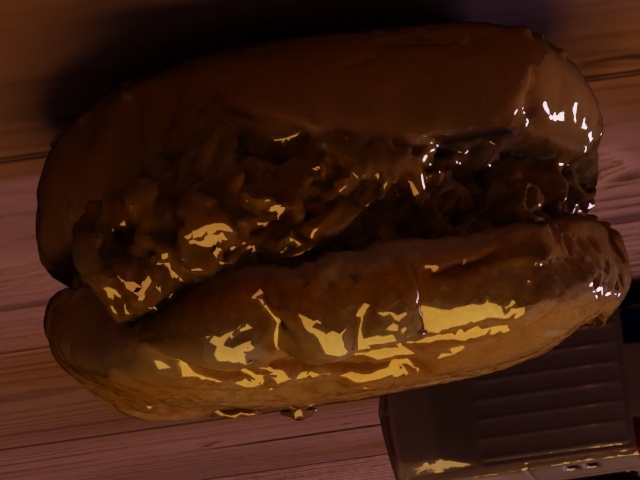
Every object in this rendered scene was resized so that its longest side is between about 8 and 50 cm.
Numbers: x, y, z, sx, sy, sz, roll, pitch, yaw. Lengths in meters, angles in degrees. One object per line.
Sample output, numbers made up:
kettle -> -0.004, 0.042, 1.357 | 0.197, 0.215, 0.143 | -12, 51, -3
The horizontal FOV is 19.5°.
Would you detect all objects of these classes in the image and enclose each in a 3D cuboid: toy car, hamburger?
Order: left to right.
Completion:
hamburger -> 0.000, 0.000, 0.452 | 0.138, 0.083, 0.147 | -10, 168, -8
toy car -> 0.131, 0.067, 0.791 | 0.209, 0.089, 0.108 | -9, 162, 18
